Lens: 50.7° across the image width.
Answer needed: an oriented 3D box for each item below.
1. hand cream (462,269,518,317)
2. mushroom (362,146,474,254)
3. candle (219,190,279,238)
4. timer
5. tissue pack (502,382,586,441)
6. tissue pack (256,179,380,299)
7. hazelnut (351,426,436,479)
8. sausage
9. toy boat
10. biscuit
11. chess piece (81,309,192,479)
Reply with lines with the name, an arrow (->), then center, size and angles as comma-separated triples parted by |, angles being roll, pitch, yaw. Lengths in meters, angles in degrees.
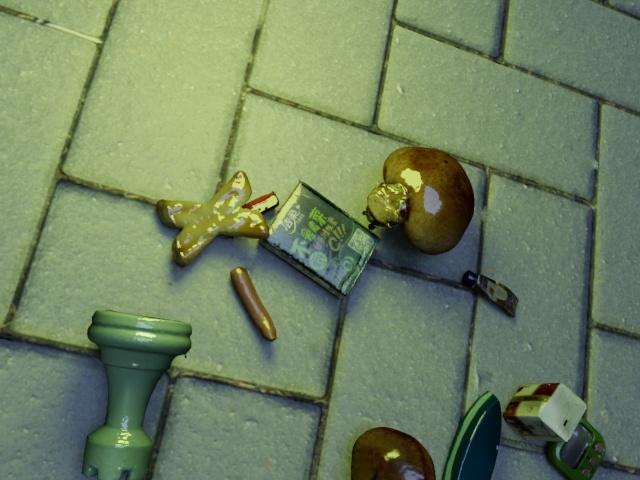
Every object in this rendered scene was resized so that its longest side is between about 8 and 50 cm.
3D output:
hand cream -> 0.420, 0.125, 1.649 | 0.163, 0.039, 0.062 | 30, 52, -11
mushroom -> 0.232, -0.093, 1.539 | 0.283, 0.195, 0.263 | -24, 87, -33
candle -> -0.163, -0.054, 1.497 | 0.162, 0.053, 0.048 | -30, 130, -18
timer -> 0.608, 0.496, 1.605 | 0.128, 0.047, 0.140 | 44, 66, -5
tissue pack -> 0.508, 0.390, 1.543 | 0.099, 0.149, 0.106 | 43, 66, -4
tissue pack -> 0.000, 0.000, 1.516 | 0.235, 0.073, 0.173 | 34, 67, -7
hazelnut -> 0.152, 0.478, 1.383 | 0.178, 0.178, 0.204 | -20, 42, -23
sausage -> -0.142, 0.136, 1.443 | 0.040, 0.047, 0.176 | -23, 81, -35
toy boat -> 0.346, 0.476, 1.510 | 0.096, 0.062, 0.299 | 27, 68, -10
biscuit -> -0.230, -0.046, 1.438 | 0.208, 0.047, 0.164 | -20, 75, -9
chess piece -> -0.358, 0.288, 1.265 | 0.195, 0.194, 0.299 | 11, 81, -16
